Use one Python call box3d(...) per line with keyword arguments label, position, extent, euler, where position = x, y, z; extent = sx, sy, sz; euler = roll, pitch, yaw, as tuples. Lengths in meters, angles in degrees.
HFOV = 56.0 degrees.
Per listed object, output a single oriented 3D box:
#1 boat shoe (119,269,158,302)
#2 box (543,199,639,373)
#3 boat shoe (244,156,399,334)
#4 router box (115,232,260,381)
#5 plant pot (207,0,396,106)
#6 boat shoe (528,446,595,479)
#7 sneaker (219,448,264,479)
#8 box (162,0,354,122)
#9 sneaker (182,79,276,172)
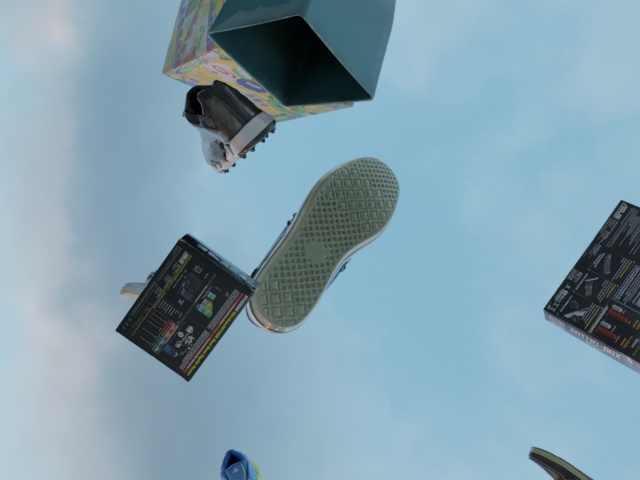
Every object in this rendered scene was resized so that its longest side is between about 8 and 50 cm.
box3d(label="boat shoe", position=(-0.397, 0.114, 1.487), extent=(0.079, 0.227, 0.081), euler=(-16, -107, 34))
box3d(label="box", position=(0.655, 0.094, 1.245), extent=(0.242, 0.076, 0.307), euler=(32, -100, 35))
box3d(label="boat shoe", position=(0.000, 0.000, 1.313), extent=(0.187, 0.156, 0.500), euler=(42, -118, -9))
box3d(label="router box", position=(-0.133, 0.067, 0.609), extent=(0.092, 0.038, 0.122), euler=(37, -81, -3))
box3d(label="plant pot", position=(-0.001, -0.325, 0.797), extent=(0.166, 0.165, 0.234), euler=(6, -111, 40))
box3d(label="boat shoe", position=(0.357, 0.348, 0.842), extent=(0.152, 0.056, 0.049), euler=(31, -101, 22))
box3d(label="sneaker", position=(-0.145, 0.497, 1.132), extent=(0.091, 0.126, 0.240), euler=(-27, -145, -7))
box3d(label="box", position=(-0.109, -0.375, 1.188), extent=(0.279, 0.290, 0.177), euler=(5, -100, 53))
box3d(label="sneaker", position=(-0.127, -0.150, 0.767), extent=(0.078, 0.234, 0.106), euler=(-46, -78, -12))
